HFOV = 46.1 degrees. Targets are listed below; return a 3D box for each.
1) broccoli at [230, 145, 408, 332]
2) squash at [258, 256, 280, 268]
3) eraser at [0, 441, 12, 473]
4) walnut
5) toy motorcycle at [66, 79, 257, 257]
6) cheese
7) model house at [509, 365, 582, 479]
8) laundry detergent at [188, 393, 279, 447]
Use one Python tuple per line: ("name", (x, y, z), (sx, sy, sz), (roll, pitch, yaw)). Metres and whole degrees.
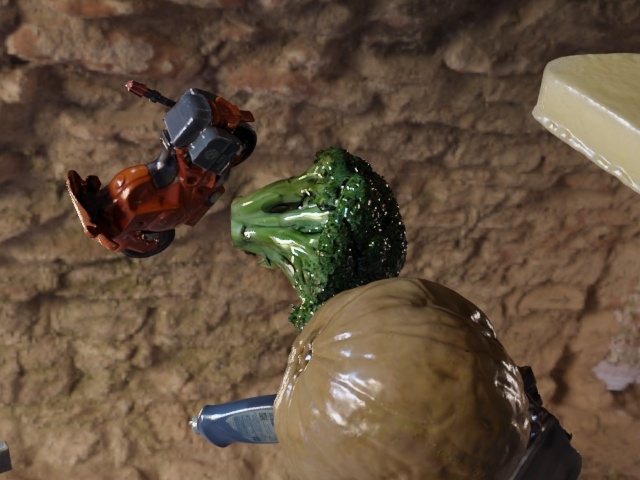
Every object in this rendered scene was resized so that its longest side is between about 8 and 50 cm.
("broccoli", (0.000, 0.000, 1.179), (0.275, 0.308, 0.308), (3, -1, 7))
("squash", (-0.020, -0.020, 1.514), (0.085, 0.192, 0.184), (39, -40, -15))
("eraser", (-0.425, 0.278, 0.921), (0.083, 0.038, 0.019), (-15, 35, -31))
("walnut", (0.075, 0.145, 0.679), (0.228, 0.228, 0.228), (-1, -2, 0))
("toy motorcycle", (-0.247, -0.093, 1.121), (0.221, 0.148, 0.326), (18, -55, -47))
("cheese", (0.537, -0.212, 1.254), (0.384, 0.104, 0.384), (2, 43, -2))
("model house", (0.181, 0.303, 1.035), (0.282, 0.297, 0.317), (37, -9, 46))
("laundry detergent", (-0.145, 0.330, 1.366), (0.206, 0.096, 0.061), (-10, 36, 18))
